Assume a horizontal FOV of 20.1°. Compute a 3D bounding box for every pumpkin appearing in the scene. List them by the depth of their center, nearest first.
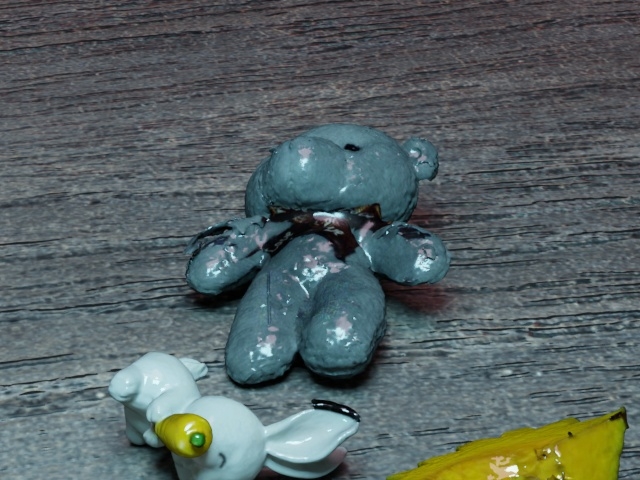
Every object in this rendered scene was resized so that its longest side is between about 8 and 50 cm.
[{"bbox_3d":[0.134,0.227,1.358,0.254,0.149,0.130,-15,-7,-43],"label":"pumpkin"}]

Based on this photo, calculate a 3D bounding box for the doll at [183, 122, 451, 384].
[{"bbox_3d":[-0.001,-0.008,1.679,0.246,0.158,0.340,-2,30,16],"label":"doll"}]

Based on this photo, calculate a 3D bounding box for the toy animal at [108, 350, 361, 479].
[{"bbox_3d":[-0.073,0.146,1.442,0.181,0.131,0.127,28,59,22],"label":"toy animal"}]
